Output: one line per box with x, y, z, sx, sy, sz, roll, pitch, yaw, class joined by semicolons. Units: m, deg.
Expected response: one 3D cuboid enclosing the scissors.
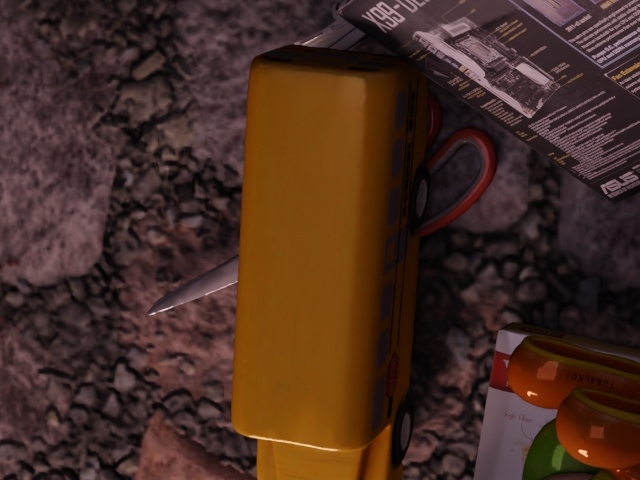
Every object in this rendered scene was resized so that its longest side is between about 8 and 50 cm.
0.000;0.000;1.413;0.297;0.021;0.109;-41;84;17;scissors

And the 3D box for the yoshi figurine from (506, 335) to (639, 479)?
0.115;0.252;1.269;0.203;0.203;0.362;24;106;32;yoshi figurine

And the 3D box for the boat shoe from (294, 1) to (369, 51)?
0.023;-0.161;1.383;0.100;0.035;0.035;-33;87;26;boat shoe

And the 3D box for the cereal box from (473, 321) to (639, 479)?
0.193;0.191;1.351;0.173;0.047;0.240;10;99;18;cereal box

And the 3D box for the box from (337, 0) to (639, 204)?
0.185;-0.153;1.161;0.242;0.307;0.077;33;63;-14;box

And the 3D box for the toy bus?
0.007;0.033;1.341;0.108;0.130;0.333;8;105;16;toy bus
